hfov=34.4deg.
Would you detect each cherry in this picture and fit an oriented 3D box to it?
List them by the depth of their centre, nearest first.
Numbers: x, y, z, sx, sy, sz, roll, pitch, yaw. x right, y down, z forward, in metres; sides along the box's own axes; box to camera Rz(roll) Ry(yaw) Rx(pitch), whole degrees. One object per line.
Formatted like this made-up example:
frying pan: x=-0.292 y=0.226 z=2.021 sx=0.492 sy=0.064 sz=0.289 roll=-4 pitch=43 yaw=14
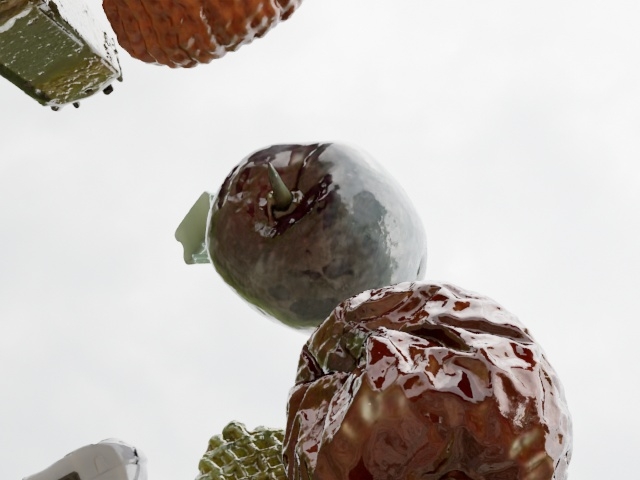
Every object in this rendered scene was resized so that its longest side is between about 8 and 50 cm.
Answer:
cherry: x=0.000 y=0.000 z=1.185 sx=0.255 sy=0.218 sz=0.296 roll=10 pitch=-16 yaw=34

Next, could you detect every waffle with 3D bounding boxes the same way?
waffle: x=-0.053 y=0.268 z=1.121 sx=0.169 sy=0.183 sz=0.036 roll=14 pitch=-55 yaw=3

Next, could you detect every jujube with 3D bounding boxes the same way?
jujube: x=0.079 y=0.137 z=0.762 sx=0.213 sy=0.232 sz=0.213 roll=-3 pitch=-71 yaw=-9

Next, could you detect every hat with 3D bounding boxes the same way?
hat: x=-0.195 y=-0.430 z=1.263 sx=0.285 sy=0.285 sz=0.400 roll=-8 pitch=-55 yaw=31

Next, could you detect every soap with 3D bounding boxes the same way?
soap: x=-0.111 y=-0.019 z=1.602 sx=0.119 sy=0.198 sz=0.066 roll=-47 pitch=-124 yaw=39

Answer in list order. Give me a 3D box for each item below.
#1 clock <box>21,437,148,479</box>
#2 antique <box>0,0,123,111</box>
clock: x=-0.269 y=0.283 z=1.145 sx=0.080 sy=0.176 sz=0.117 roll=60 pitch=-11 yaw=14
antique: x=-0.367 y=-0.273 z=1.365 sx=0.125 sy=0.150 sz=0.284 roll=-22 pitch=-26 yaw=9
